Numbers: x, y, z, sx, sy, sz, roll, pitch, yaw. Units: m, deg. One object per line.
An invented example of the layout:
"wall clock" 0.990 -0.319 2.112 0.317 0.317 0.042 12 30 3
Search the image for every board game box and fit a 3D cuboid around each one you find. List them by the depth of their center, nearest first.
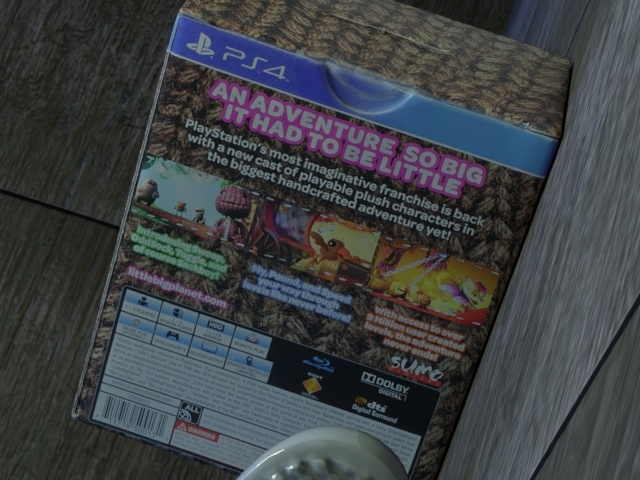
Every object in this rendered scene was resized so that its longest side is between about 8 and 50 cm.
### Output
"board game box" 0.000 0.000 1.189 0.141 0.232 0.291 -68 -4 -64

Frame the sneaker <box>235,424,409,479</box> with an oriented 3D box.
"sneaker" -0.032 0.242 1.062 0.150 0.135 0.366 -75 3 -66
